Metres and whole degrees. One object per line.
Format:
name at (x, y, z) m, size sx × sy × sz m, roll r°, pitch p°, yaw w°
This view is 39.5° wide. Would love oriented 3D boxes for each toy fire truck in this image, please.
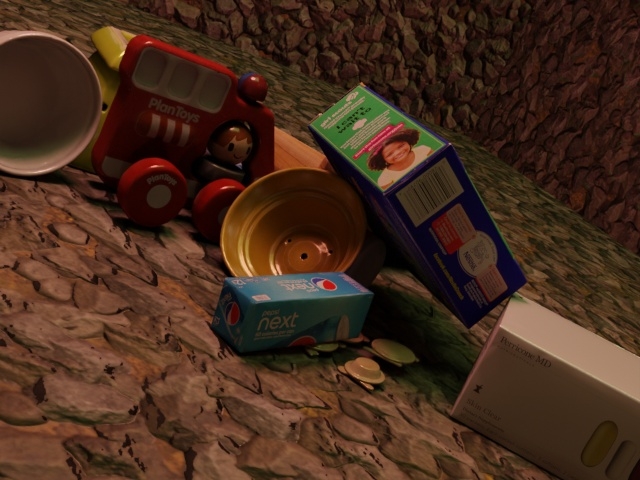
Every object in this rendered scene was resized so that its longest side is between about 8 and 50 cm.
toy fire truck at (-0.191, -0.153, 1.362) m, size 0.302 × 0.254 × 0.169 m, roll 14°, pitch 20°, yaw -37°

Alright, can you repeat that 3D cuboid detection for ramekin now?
ramekin at (-0.434, -0.205, 1.292) m, size 0.207 × 0.207 × 0.109 m, roll 9°, pitch 14°, yaw -43°

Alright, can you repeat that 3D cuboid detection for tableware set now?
tableware set at (0.045, 0.145, 1.198) m, size 0.141 × 0.020 × 0.168 m, roll 27°, pitch 19°, yaw 27°

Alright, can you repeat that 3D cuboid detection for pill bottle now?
pill bottle at (0.000, 0.000, 1.429) m, size 0.193 × 0.108 × 0.108 m, roll 33°, pitch 18°, yaw 26°

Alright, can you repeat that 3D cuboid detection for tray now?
tray at (0.062, -0.077, 1.644) m, size 0.411 × 0.076 × 0.203 m, roll 26°, pitch 6°, yaw -46°

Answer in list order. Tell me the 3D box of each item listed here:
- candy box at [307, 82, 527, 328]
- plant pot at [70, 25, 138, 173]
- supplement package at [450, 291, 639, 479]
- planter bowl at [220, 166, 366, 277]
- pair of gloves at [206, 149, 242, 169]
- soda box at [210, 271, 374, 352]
candy box at (0.134, -0.060, 1.318) m, size 0.268 × 0.122 × 0.317 m, roll 55°, pitch -4°, yaw -31°
plant pot at (-0.309, -0.228, 1.523) m, size 0.228 × 0.207 × 0.227 m, roll 16°, pitch 18°, yaw -30°
supplement package at (0.335, 0.209, 1.199) m, size 0.261 × 0.145 × 0.204 m, roll 28°, pitch 16°, yaw 11°
planter bowl at (-0.032, 0.006, 1.317) m, size 0.217 × 0.217 × 0.090 m, roll 34°, pitch -18°, yaw 28°
pair of gloves at (-0.199, -0.158, 1.788) m, size 0.159 × 0.023 × 0.198 m, roll 34°, pitch 18°, yaw 35°
soda box at (-0.032, 0.088, 1.138) m, size 0.210 × 0.071 × 0.067 m, roll 0°, pitch 26°, yaw -44°
